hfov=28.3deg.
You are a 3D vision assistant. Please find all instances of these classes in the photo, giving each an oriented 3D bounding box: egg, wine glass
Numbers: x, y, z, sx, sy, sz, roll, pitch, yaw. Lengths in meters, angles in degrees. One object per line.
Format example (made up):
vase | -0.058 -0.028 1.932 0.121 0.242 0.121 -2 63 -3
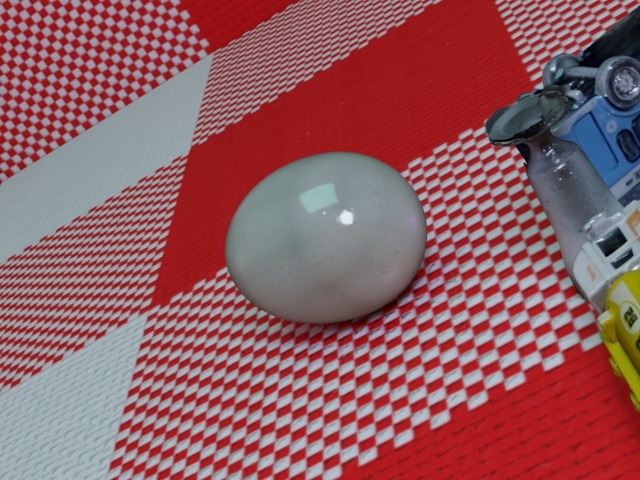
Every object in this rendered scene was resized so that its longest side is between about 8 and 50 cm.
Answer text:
egg | 0.000 0.000 1.137 0.209 0.151 0.151 -14 30 44
wine glass | 0.186 -0.034 0.931 0.072 0.155 0.072 -30 22 13

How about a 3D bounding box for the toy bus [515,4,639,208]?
toy bus | 0.296 -0.141 1.034 0.297 0.131 0.106 -40 22 -11

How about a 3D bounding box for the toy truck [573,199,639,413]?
toy truck | 0.228 0.051 0.775 0.114 0.098 0.227 -36 22 11
